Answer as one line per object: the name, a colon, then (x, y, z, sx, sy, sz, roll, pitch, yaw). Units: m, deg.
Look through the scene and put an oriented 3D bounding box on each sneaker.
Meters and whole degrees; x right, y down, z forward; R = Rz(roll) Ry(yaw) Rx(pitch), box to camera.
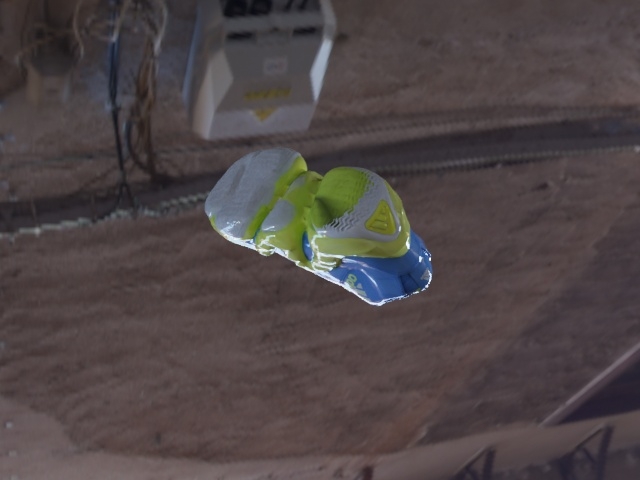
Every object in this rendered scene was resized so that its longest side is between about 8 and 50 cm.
sneaker: (0.000, 0.000, 1.005, 0.091, 0.240, 0.126, -49, -61, -12)
